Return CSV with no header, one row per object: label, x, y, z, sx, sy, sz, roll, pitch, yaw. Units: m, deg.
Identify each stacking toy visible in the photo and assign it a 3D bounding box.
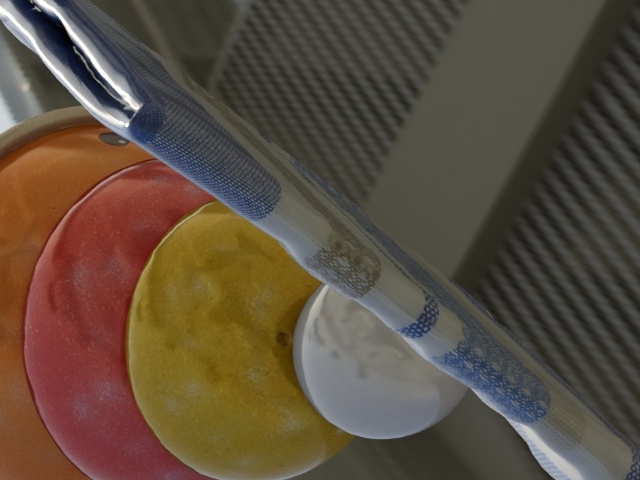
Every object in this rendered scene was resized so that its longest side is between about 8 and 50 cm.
stacking toy,-0.057,0.071,1.303,0.350,0.350,0.480,-4,-176,-40

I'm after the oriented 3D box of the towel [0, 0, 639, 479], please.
towel,0.000,0.000,0.711,0.285,0.034,0.209,37,-176,-32
